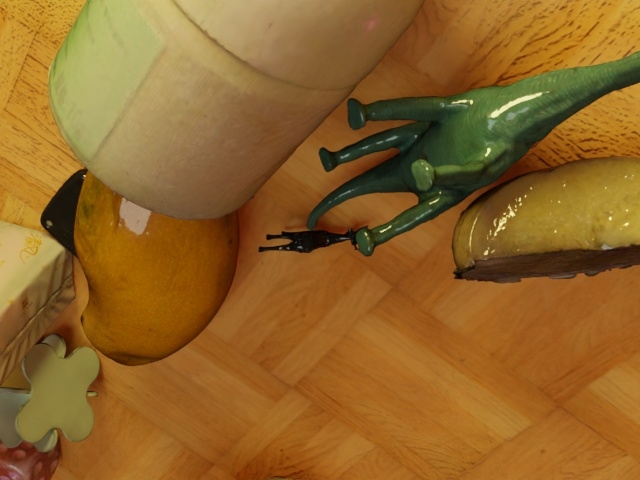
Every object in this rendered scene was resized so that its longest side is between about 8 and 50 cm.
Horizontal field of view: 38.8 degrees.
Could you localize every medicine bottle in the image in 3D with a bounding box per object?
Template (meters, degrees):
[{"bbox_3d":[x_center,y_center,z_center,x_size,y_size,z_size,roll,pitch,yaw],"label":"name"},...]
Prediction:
[{"bbox_3d":[-0.046,-0.219,0.762,0.236,0.235,0.406,39,130,-9],"label":"medicine bottle"}]

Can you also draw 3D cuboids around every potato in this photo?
[{"bbox_3d":[0.247,-0.016,0.883,0.243,0.098,0.138,-5,167,7],"label":"potato"}]

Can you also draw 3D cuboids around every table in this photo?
[{"bbox_3d":[-0.444,0.218,1.321,0.198,0.166,0.166,-4,124,34],"label":"table"}]

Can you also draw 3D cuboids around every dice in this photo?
[{"bbox_3d":[-0.485,0.353,1.472,0.094,0.093,0.091,15,129,11],"label":"dice"}]

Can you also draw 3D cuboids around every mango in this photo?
[{"bbox_3d":[-0.190,0.015,1.056,0.187,0.144,0.359,7,131,-3],"label":"mango"}]

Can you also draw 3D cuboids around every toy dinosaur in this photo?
[{"bbox_3d":[0.181,-0.101,0.872,0.383,0.331,0.129,146,104,-72],"label":"toy dinosaur"}]

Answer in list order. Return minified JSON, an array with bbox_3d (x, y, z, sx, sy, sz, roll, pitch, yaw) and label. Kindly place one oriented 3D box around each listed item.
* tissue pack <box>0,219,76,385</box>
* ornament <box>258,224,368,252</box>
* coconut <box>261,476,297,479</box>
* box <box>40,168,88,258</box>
[{"bbox_3d":[-0.453,0.077,1.163,0.185,0.225,0.124,16,129,11],"label":"tissue pack"},{"bbox_3d":[0.000,0.000,1.021,0.125,0.073,0.028,-1,95,29],"label":"ornament"},{"bbox_3d":[-0.090,0.494,1.288,0.298,0.297,0.309,-27,117,36],"label":"coconut"},{"bbox_3d":[-0.286,-0.020,1.151,0.125,0.027,0.126,42,129,-11],"label":"box"}]
